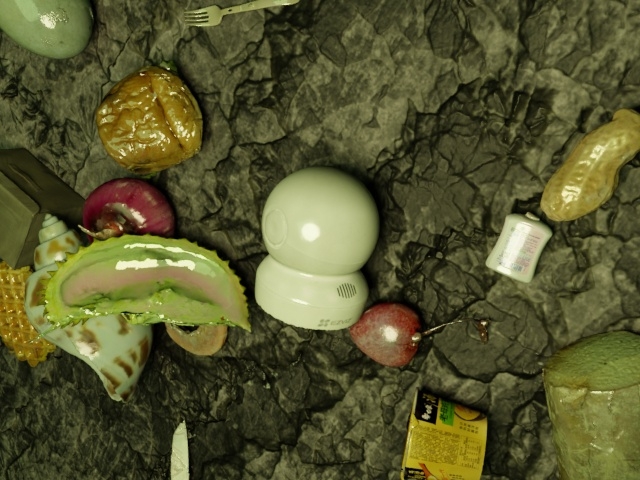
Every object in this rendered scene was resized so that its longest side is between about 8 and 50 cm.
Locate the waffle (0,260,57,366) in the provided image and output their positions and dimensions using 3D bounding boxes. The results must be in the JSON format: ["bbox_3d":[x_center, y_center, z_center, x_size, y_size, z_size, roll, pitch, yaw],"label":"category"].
[{"bbox_3d":[-0.711,0.170,1.324,0.254,0.052,0.245,48,116,8],"label":"waffle"}]

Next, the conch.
[{"bbox_3d":[-0.458,0.134,1.093,0.197,0.249,0.368,-47,109,-15],"label":"conch"}]

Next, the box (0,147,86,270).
[{"bbox_3d":[-0.645,-0.077,1.186,0.231,0.149,0.155,36,113,14],"label":"box"}]

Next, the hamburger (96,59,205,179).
[{"bbox_3d":[-0.320,-0.217,1.023,0.206,0.130,0.183,-23,93,24],"label":"hamburger"}]

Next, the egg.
[{"bbox_3d":[-0.532,-0.448,1.047,0.236,0.169,0.169,45,115,4],"label":"egg"}]

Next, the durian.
[{"bbox_3d":[-0.304,0.083,0.969,0.355,0.169,0.157,0,114,-15],"label":"durian"}]

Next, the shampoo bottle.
[{"bbox_3d":[0.299,0.006,0.828,0.072,0.043,0.099,24,109,18],"label":"shampoo bottle"}]

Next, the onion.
[{"bbox_3d":[-0.369,-0.035,1.070,0.177,0.153,0.177,-8,122,-12],"label":"onion"}]

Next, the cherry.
[{"bbox_3d":[0.158,0.159,0.905,0.225,0.090,0.107,7,92,14],"label":"cherry"}]

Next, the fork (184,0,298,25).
[{"bbox_3d":[-0.136,-0.404,0.959,0.219,0.028,0.034,-3,92,21],"label":"fork"}]

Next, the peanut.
[{"bbox_3d":[0.375,-0.097,0.756,0.080,0.080,0.174,38,111,13],"label":"peanut"}]

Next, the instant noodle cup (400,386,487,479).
[{"bbox_3d":[0.198,0.321,0.892,0.122,0.151,0.151,8,104,11],"label":"instant noodle cup"}]

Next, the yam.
[{"bbox_3d":[0.408,0.277,0.774,0.161,0.161,0.268,-8,99,26],"label":"yam"}]

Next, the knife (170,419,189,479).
[{"bbox_3d":[-0.307,0.538,1.197,0.047,0.017,0.298,1,85,17],"label":"knife"}]

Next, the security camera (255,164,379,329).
[{"bbox_3d":[0.000,0.000,0.880,0.194,0.194,0.236,18,111,21],"label":"security camera"}]

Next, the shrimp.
[{"bbox_3d":[-0.246,0.122,1.102,0.152,0.046,0.219,18,108,17],"label":"shrimp"}]
